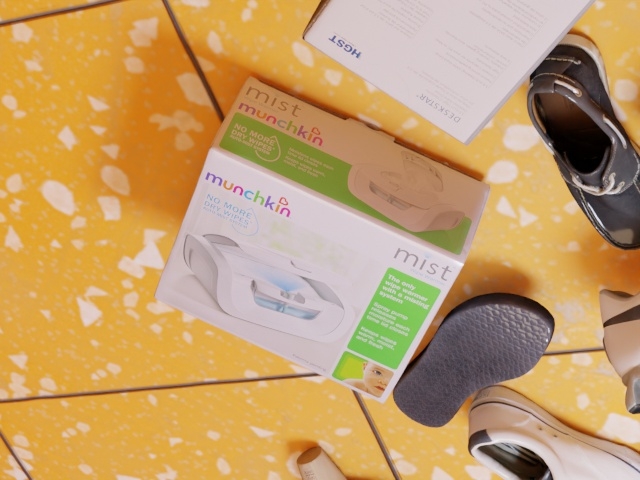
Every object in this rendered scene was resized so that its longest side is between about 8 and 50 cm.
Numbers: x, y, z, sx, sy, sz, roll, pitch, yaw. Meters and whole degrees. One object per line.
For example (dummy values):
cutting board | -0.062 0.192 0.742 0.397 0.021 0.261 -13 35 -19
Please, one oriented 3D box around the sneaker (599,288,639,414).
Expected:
sneaker | 0.390 0.025 1.519 0.330 0.146 0.122 -31 158 27

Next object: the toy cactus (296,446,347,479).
toy cactus | 0.020 0.328 1.958 0.219 0.112 0.180 -12 115 39

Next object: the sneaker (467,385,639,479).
sneaker | 0.265 0.257 1.796 0.258 0.091 0.094 27 134 -4

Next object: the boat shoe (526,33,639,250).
boat shoe | 0.245 -0.072 1.522 0.084 0.079 0.233 -11 127 26

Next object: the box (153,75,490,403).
box | 0.000 0.000 1.646 0.262 0.127 0.231 25 136 -1

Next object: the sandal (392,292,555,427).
sandal | 0.154 0.114 1.747 0.097 0.054 0.254 40 142 -6

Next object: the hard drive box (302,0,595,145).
hard drive box | 0.121 -0.220 1.427 0.181 0.089 0.232 33 133 -9
